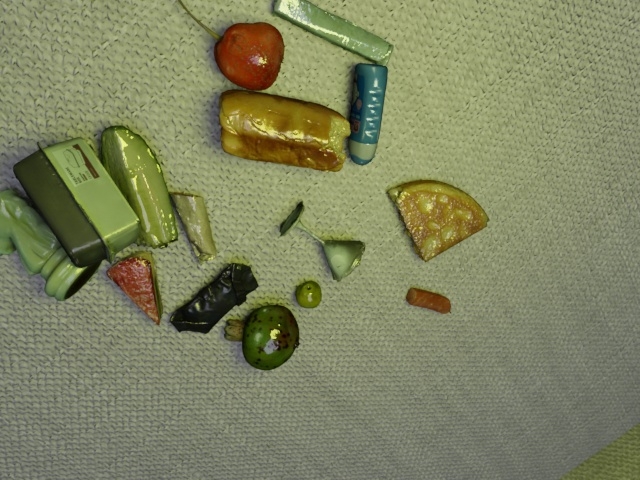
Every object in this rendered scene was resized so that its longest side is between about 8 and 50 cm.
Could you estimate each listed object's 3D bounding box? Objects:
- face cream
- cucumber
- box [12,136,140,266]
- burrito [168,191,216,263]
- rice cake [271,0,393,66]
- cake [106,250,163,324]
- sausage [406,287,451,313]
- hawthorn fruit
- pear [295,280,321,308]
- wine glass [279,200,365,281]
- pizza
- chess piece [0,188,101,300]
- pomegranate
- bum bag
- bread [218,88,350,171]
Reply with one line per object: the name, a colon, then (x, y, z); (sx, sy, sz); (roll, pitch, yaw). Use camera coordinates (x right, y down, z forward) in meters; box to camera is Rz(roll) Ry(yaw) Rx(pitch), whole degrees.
face cream: (0.122, -0.334, 1.174); (0.083, 0.149, 0.264); (0, 115, -9)
cucumber: (-0.478, -0.142, 1.144); (0.105, 0.145, 0.325); (-37, 123, -47)
box: (-0.571, -0.081, 1.038); (0.166, 0.220, 0.290); (-34, 92, -27)
burrito: (-0.350, -0.041, 1.232); (0.087, 0.060, 0.226); (-15, 113, -6)
rice cake: (0.039, -0.541, 1.119); (0.336, 0.063, 0.066); (19, 109, -18)
cake: (-0.491, 0.126, 1.252); (0.116, 0.086, 0.220); (-34, 113, 5)
sausage: (0.382, 0.210, 1.494); (0.169, 0.065, 0.065); (16, 107, -19)
hawthorn fruit: (-0.223, -0.475, 1.036); (0.285, 0.165, 0.165); (23, 105, -21)
pear: (-0.038, 0.176, 1.375); (0.092, 0.092, 0.097); (-13, 131, -8)
wine glass: (0.000, 0.000, 1.289); (0.232, 0.156, 0.156); (36, 100, -18)
pizza: (0.373, -0.101, 1.358); (0.268, 0.087, 0.258); (-28, 110, -2)
chess piece: (-0.740, 0.011, 1.133); (0.298, 0.176, 0.176); (40, 99, -10)
pomegranate: (-0.182, 0.292, 1.347); (0.247, 0.202, 0.202); (10, 111, 13)
bum bag: (-0.318, 0.186, 1.323); (0.310, 0.074, 0.137); (-40, 127, 12)
bread: (-0.091, -0.292, 1.122); (0.344, 0.195, 0.149); (6, 130, -15)
